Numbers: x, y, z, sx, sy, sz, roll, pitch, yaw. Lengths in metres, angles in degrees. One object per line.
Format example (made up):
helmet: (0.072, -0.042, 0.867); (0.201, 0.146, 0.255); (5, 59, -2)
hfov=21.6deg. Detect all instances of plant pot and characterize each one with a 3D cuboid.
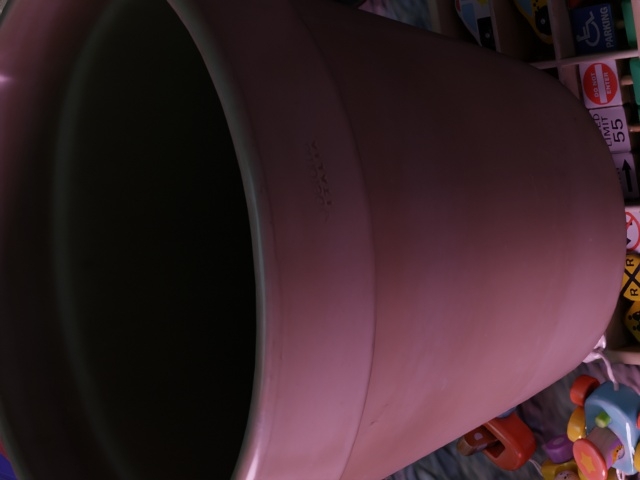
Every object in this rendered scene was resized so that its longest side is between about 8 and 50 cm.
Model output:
plant pot: (0.000, 0.000, 0.895); (0.323, 0.280, 0.323); (14, 107, 55)

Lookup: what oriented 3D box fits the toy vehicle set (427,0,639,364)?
toy vehicle set: (0.145, -0.062, 0.970); (0.166, 0.035, 0.267); (-3, 99, 52)

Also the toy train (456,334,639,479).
toy train: (0.135, 0.116, 0.997); (0.125, 0.046, 0.166); (47, 148, 7)

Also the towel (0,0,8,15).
towel: (-0.276, -0.159, 1.478); (0.110, 0.027, 0.148); (44, 133, 35)

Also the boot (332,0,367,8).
boot: (-0.048, -0.151, 1.166); (0.197, 0.137, 0.077); (-6, 75, 17)

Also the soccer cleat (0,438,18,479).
soccer cleat: (-0.313, 0.167, 1.575); (0.318, 0.108, 0.116); (16, 118, 46)
